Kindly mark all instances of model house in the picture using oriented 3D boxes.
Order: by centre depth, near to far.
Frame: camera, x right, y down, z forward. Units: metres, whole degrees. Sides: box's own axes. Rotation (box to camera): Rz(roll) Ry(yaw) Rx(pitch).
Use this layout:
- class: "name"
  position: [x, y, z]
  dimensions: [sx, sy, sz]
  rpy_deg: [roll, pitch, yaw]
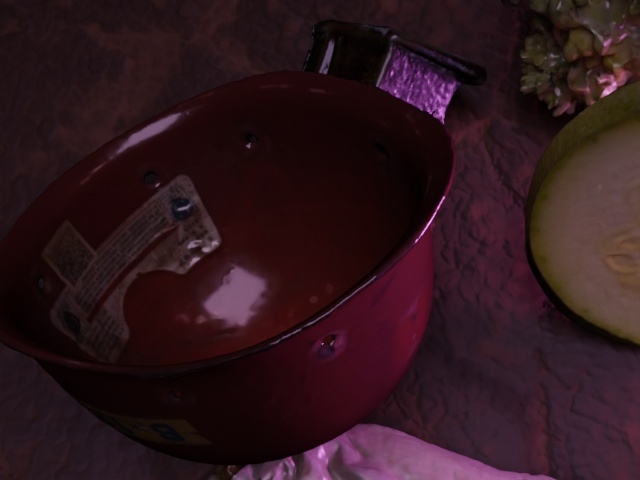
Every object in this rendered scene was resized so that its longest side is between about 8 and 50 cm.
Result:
- class: "model house"
  position: [0.040, -0.120, 0.950]
  dimensions: [0.165, 0.106, 0.152]
  rpy_deg: [19, 86, 47]

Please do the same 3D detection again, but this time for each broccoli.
- class: "broccoli"
  position: [0.352, -0.218, 0.866]
  dimensions: [0.293, 0.281, 0.347]
  rpy_deg: [-41, 36, -28]

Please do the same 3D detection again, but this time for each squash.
- class: "squash"
  position: [0.290, -0.013, 0.822]
  dimensions: [0.252, 0.252, 0.049]
  rpy_deg: [6, 39, 7]

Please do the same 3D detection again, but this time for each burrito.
- class: "burrito"
  position: [0.102, 0.228, 0.841]
  dimensions: [0.392, 0.076, 0.117]
  rpy_deg: [17, 69, 8]

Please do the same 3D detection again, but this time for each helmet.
- class: "helmet"
  position: [-0.048, 0.050, 0.807]
  dimensions: [0.384, 0.230, 0.337]
  rpy_deg: [6, 43, 34]
